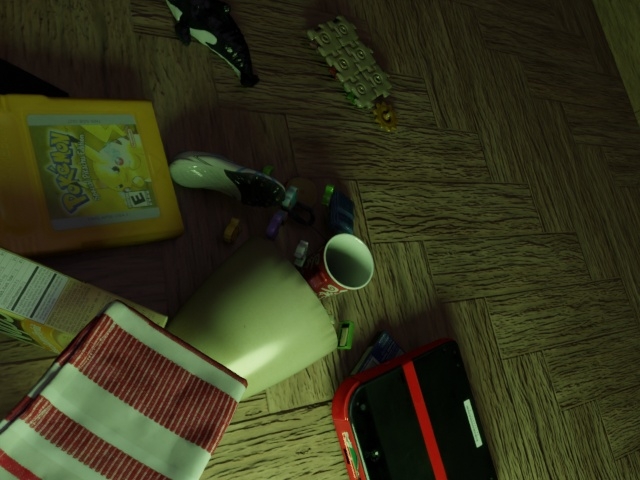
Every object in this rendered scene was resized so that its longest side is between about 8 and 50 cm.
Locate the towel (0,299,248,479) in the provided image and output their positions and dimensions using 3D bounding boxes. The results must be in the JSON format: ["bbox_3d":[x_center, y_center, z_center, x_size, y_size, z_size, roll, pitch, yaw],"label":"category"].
[{"bbox_3d":[-0.258,0.248,0.640,0.237,0.037,0.329,34,47,-4],"label":"towel"}]

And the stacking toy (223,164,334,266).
[{"bbox_3d":[-0.080,-0.061,1.088,0.167,0.052,0.221,19,59,9],"label":"stacking toy"}]

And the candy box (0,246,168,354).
[{"bbox_3d":[-0.414,0.107,0.790,0.317,0.183,0.087,27,59,-20],"label":"candy box"}]

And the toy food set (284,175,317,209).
[{"bbox_3d":[-0.045,-0.108,1.190,0.083,0.020,0.083,11,67,-27],"label":"toy food set"}]

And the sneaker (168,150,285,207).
[{"bbox_3d":[-0.182,-0.131,1.050,0.238,0.085,0.086,16,40,-4],"label":"sneaker"}]

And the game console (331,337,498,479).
[{"bbox_3d":[0.208,0.434,1.090,0.342,0.060,0.386,-15,88,-33],"label":"game console"}]

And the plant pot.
[{"bbox_3d":[-0.156,0.174,0.907,0.274,0.256,0.256,-37,93,-20],"label":"plant pot"}]

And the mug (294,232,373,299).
[{"bbox_3d":[-0.001,0.063,1.062,0.151,0.169,0.113,1,72,-30],"label":"mug"}]

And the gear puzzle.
[{"bbox_3d":[0.103,-0.435,1.393,0.175,0.044,0.338,-42,98,-36],"label":"gear puzzle"}]

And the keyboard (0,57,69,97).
[{"bbox_3d":[-0.621,-0.254,0.896,0.317,0.033,0.201,26,55,-19],"label":"keyboard"}]

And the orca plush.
[{"bbox_3d":[-0.233,-0.479,1.166,0.151,0.102,0.287,-29,89,-35],"label":"orca plush"}]

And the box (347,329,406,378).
[{"bbox_3d":[0.175,0.325,1.150,0.225,0.036,0.136,46,56,-9],"label":"box"}]

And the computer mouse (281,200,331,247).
[{"bbox_3d":[0.000,0.000,1.166,0.242,0.041,0.071,46,54,-6],"label":"computer mouse"}]

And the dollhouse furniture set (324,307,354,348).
[{"bbox_3d":[-0.003,0.175,1.072,0.152,0.076,0.058,26,64,-30],"label":"dollhouse furniture set"}]

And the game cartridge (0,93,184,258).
[{"bbox_3d":[-0.427,-0.120,0.920,0.324,0.053,0.285,-11,81,-41],"label":"game cartridge"}]

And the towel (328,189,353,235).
[{"bbox_3d":[0.050,-0.061,1.201,0.067,0.029,0.119,32,38,-25],"label":"towel"}]
